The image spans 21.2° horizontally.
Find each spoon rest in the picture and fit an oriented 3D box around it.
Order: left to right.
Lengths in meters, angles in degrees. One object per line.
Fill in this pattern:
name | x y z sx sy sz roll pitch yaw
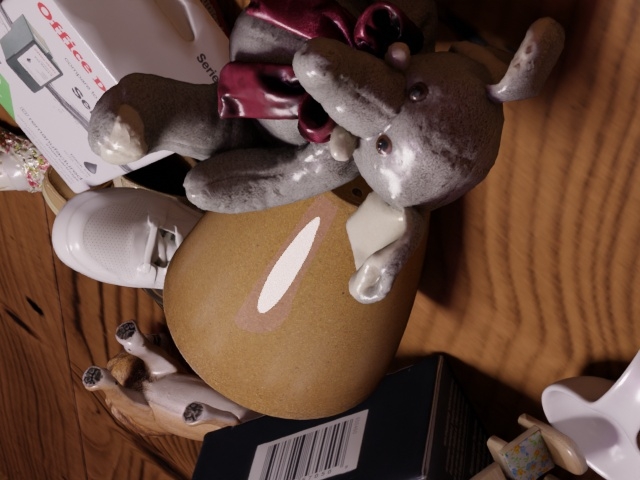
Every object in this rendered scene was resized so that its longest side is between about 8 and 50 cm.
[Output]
spoon rest | 0.263 0.149 1.486 0.137 0.084 0.276 41 155 14

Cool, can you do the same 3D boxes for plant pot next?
plant pot | 0.000 0.000 1.559 0.237 0.237 0.254 42 142 11

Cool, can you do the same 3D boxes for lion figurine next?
lion figurine | -0.145 0.211 2.194 0.392 0.142 0.240 22 164 34

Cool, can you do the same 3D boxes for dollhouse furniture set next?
dollhouse furniture set | 0.189 0.326 1.574 0.161 0.212 0.242 25 144 61

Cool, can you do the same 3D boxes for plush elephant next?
plush elephant | 0.026 -0.110 1.281 0.330 0.272 0.255 27 -178 -29

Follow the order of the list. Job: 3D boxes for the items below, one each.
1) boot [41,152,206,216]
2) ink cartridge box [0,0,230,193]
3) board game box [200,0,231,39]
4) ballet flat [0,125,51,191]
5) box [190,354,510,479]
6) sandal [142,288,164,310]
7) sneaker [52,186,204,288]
boot | -0.225 -0.063 1.959 0.262 0.095 0.203 35 154 23
ink cartridge box | -0.219 -0.178 1.673 0.211 0.121 0.289 51 156 -12
board game box | -0.195 -0.249 1.711 0.281 0.027 0.145 20 145 46
ballet flat | -0.422 -0.105 2.247 0.241 0.077 0.091 24 146 41
box | 0.076 0.366 1.811 0.293 0.212 0.395 -20 116 20
sandal | -0.197 0.045 2.132 0.219 0.060 0.090 48 172 -39
sneaker | -0.116 0.011 1.765 0.292 0.108 0.169 12 176 -39
